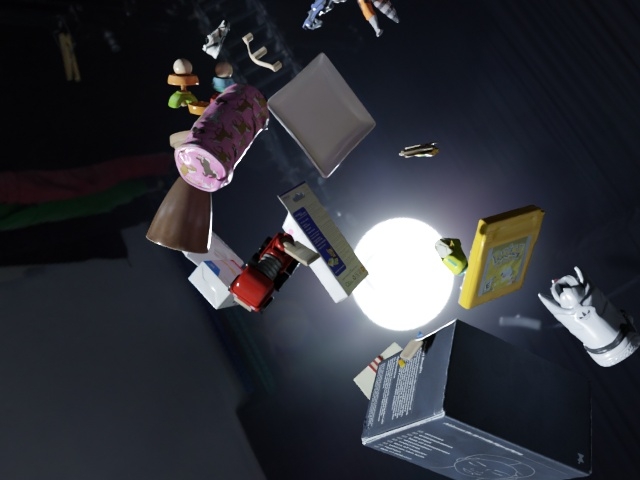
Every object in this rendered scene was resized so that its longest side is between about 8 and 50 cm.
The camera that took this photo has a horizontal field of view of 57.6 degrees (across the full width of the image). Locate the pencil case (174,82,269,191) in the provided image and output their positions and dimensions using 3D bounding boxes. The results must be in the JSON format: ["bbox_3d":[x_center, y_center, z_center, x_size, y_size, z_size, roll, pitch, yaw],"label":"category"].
[{"bbox_3d":[-0.279,-0.308,1.711,0.167,0.160,0.386,6,43,18],"label":"pencil case"}]

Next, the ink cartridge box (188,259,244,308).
[{"bbox_3d":[-0.283,0.130,1.799,0.078,0.134,0.231,-49,-15,13],"label":"ink cartridge box"}]

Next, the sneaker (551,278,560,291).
[{"bbox_3d":[0.871,0.191,2.067,0.057,0.119,0.047,-49,-12,-31],"label":"sneaker"}]

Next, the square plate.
[{"bbox_3d":[0.005,-0.460,2.146,0.347,0.344,0.049,-49,19,-28],"label":"square plate"}]

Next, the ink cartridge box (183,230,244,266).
[{"bbox_3d":[-0.478,0.019,2.360,0.131,0.306,0.226,-48,-53,-3],"label":"ink cartridge box"}]

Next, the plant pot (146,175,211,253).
[{"bbox_3d":[-0.458,-0.096,1.992,0.215,0.215,0.230,0,-72,-72],"label":"plant pot"}]

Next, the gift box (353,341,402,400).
[{"bbox_3d":[0.290,0.562,2.135,0.255,0.276,0.258,-46,33,-1],"label":"gift box"}]

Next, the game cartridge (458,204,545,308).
[{"bbox_3d":[0.599,0.052,1.915,0.285,0.053,0.323,-15,-53,-30],"label":"game cartridge"}]

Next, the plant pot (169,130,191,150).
[{"bbox_3d":[-0.409,-0.317,2.062,0.237,0.109,0.237,-3,-1,0],"label":"plant pot"}]

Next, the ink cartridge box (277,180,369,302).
[{"bbox_3d":[0.000,0.000,1.816,0.069,0.371,0.176,-31,4,34],"label":"ink cartridge box"}]

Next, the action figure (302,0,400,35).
[{"bbox_3d":[0.097,-0.794,1.880,0.341,0.330,0.178,-52,-6,16],"label":"action figure"}]

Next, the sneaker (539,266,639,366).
[{"bbox_3d":[0.670,0.168,1.465,0.137,0.210,0.366,-41,-7,18],"label":"sneaker"}]

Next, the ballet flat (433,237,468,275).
[{"bbox_3d":[0.360,0.029,1.643,0.077,0.077,0.231,-58,6,16],"label":"ballet flat"}]

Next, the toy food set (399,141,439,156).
[{"bbox_3d":[0.336,-0.298,1.979,0.132,0.038,0.192,-9,12,19],"label":"toy food set"}]

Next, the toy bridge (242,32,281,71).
[{"bbox_3d":[-0.228,-0.692,2.158,0.063,0.188,0.026,-40,-14,-12],"label":"toy bridge"}]

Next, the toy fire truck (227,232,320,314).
[{"bbox_3d":[-0.116,0.074,1.517,0.217,0.158,0.246,-53,-3,-23],"label":"toy fire truck"}]

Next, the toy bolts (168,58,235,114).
[{"bbox_3d":[-0.381,-0.527,1.977,0.228,0.218,0.158,-12,-62,-37],"label":"toy bolts"}]

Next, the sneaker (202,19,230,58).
[{"bbox_3d":[-0.253,-0.500,1.423,0.040,0.044,0.109,-36,35,61],"label":"sneaker"}]

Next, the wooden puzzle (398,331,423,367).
[{"bbox_3d":[0.264,0.316,1.682,0.116,0.014,0.078,-50,9,-5],"label":"wooden puzzle"}]

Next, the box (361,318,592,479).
[{"bbox_3d":[0.456,0.519,1.758,0.472,0.480,0.297,-47,22,56],"label":"box"}]
